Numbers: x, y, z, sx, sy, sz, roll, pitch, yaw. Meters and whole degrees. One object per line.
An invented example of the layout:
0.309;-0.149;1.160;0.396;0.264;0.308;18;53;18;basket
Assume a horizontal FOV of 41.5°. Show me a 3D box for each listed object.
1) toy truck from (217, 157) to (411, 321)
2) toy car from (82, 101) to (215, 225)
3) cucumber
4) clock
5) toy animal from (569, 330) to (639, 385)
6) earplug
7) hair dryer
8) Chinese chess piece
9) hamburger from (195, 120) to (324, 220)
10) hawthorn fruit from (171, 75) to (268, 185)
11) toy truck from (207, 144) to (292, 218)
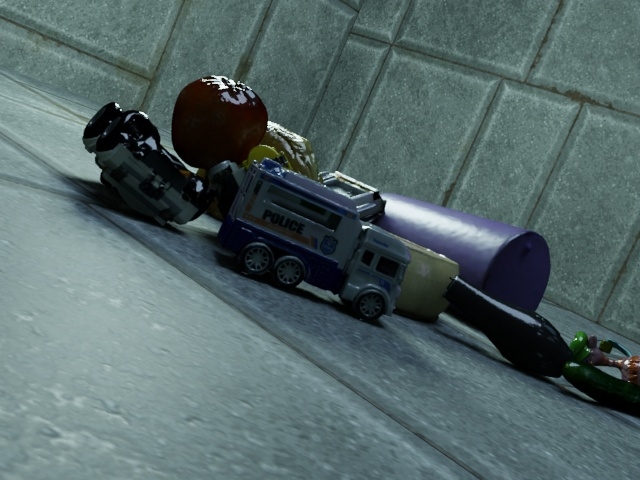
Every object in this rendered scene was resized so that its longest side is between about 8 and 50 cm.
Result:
0.000;0.000;1.210;0.268;0.155;0.124;23;5;-14;toy truck
-0.282;-0.114;1.336;0.193;0.118;0.301;42;-8;-27;toy car
0.483;0.247;1.381;0.284;0.056;0.056;25;4;-32;cucumber
-0.009;-0.065;1.800;0.253;0.083;0.186;-18;30;-31;clock
0.604;0.239;1.688;0.208;0.100;0.103;13;39;27;toy animal
0.242;0.023;1.795;0.215;0.215;0.456;18;4;-45;earplug
0.300;0.150;1.463;0.236;0.091;0.271;35;-7;5;hair dryer
0.110;0.043;1.489;0.270;0.112;0.270;23;5;-2;Chinese chess piece
-0.108;-0.118;1.615;0.309;0.211;0.132;25;1;28;hamburger
-0.172;-0.174;1.390;0.157;0.194;0.157;15;32;-9;hawthorn fruit
-0.109;-0.079;1.349;0.098;0.114;0.227;62;-13;2;toy truck
